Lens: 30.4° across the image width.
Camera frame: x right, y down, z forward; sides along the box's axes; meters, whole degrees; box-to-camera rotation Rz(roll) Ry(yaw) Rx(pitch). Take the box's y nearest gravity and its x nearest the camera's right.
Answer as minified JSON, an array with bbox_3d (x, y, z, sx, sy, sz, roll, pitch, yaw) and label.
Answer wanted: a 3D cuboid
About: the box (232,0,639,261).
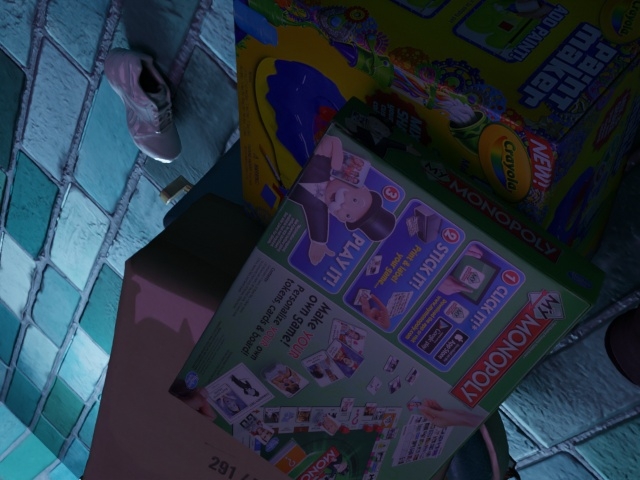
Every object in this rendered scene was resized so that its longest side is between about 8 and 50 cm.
[{"bbox_3d":[0.093,-0.096,0.944,0.279,0.177,0.290,32,149,22],"label":"box"}]

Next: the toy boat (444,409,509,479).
[{"bbox_3d":[0.067,0.237,1.294,0.267,0.148,0.318,30,133,26],"label":"toy boat"}]

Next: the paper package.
[{"bbox_3d":[-0.033,0.156,1.105,0.325,0.168,0.309,25,127,10],"label":"paper package"}]

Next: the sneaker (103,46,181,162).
[{"bbox_3d":[-0.198,-0.154,1.377,0.061,0.054,0.152,10,135,43],"label":"sneaker"}]

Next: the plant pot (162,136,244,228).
[{"bbox_3d":[0.000,0.000,1.209,0.234,0.165,0.166,6,132,39],"label":"plant pot"}]

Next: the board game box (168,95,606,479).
[{"bbox_3d":[0.034,0.073,0.886,0.213,0.046,0.317,35,129,2],"label":"board game box"}]

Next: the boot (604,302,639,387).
[{"bbox_3d":[0.394,0.131,0.928,0.338,0.118,0.223,47,156,21],"label":"boot"}]

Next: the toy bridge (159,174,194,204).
[{"bbox_3d":[-0.109,-0.009,1.432,0.188,0.063,0.026,45,152,4],"label":"toy bridge"}]

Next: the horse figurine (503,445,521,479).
[{"bbox_3d":[0.116,0.167,1.364,0.263,0.066,0.174,13,132,41],"label":"horse figurine"}]
